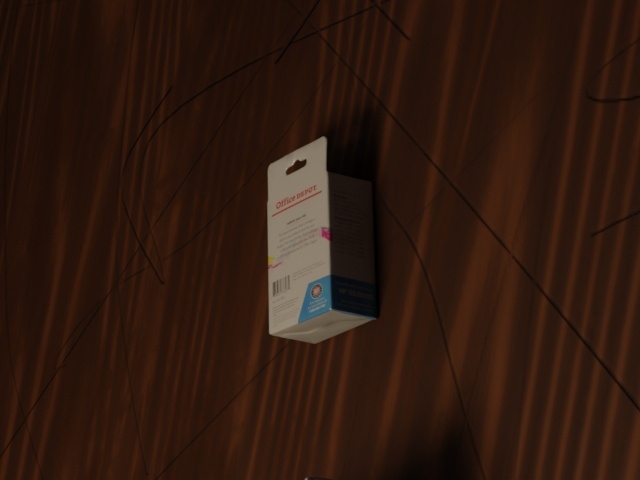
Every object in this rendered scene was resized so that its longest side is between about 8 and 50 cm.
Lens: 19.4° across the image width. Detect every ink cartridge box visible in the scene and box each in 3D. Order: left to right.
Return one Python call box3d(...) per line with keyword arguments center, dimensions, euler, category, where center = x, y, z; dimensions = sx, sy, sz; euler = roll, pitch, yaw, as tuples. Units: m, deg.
box3d(center=(0.000, 0.000, 1.855), dimensions=(0.104, 0.061, 0.181), euler=(-24, 61, 48), category="ink cartridge box")

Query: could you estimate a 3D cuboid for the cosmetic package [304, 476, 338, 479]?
box3d(center=(-0.039, 0.400, 1.697), dimensions=(0.385, 0.156, 0.217), euler=(-47, 45, 36), category="cosmetic package")
